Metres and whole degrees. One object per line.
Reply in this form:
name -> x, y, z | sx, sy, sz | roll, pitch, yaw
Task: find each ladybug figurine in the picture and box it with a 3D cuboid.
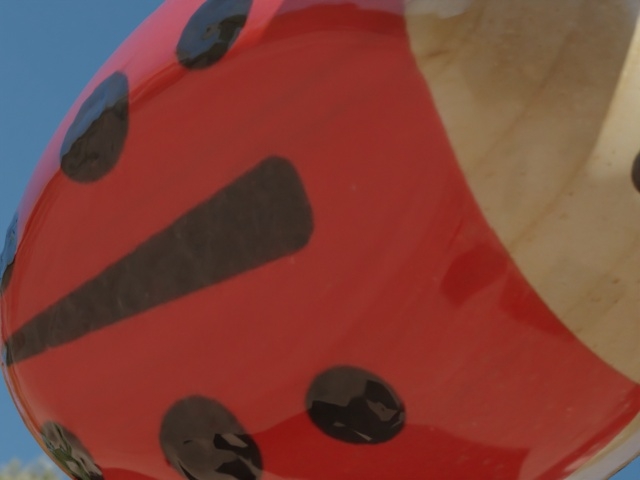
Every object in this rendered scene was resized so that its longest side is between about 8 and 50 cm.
ladybug figurine -> 0.000, 0.000, 0.858 | 0.449, 0.162, 0.305 | -32, -106, 35
